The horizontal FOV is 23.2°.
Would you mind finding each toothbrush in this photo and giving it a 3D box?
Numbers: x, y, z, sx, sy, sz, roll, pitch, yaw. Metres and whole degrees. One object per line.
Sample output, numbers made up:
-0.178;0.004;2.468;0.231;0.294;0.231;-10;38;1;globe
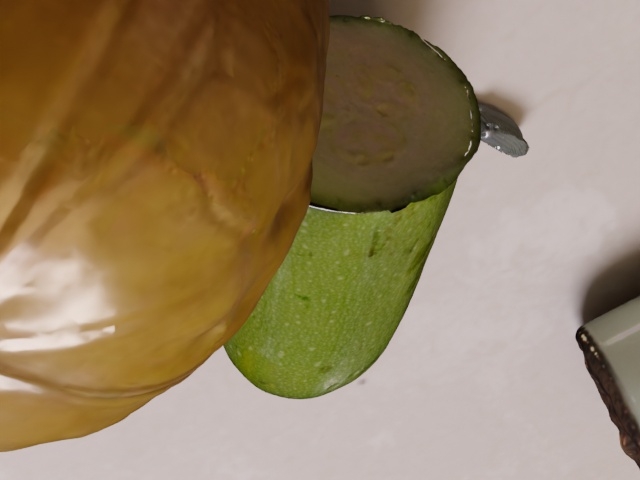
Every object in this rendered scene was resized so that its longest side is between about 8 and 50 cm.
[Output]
0.015;-0.073;0.622;0.194;0.017;0.014;24;115;-34;toothbrush

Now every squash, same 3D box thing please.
0.000;0.000;0.633;0.095;0.095;0.188;-8;150;-14;squash

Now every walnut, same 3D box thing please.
-0.087;-0.046;0.462;0.193;0.225;0.193;2;123;3;walnut

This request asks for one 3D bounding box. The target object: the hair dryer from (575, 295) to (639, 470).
0.275;0.115;0.848;0.203;0.128;0.362;-27;144;4;hair dryer
